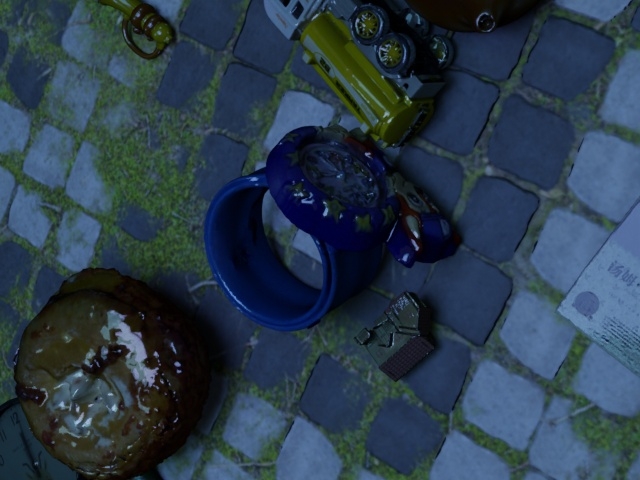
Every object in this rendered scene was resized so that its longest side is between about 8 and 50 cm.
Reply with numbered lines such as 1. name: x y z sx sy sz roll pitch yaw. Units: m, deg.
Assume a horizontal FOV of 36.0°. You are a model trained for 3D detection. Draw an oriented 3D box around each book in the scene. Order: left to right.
1. book: 0.315 0.034 0.900 0.127 0.014 0.182 41 109 23

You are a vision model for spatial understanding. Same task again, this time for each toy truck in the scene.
1. toy truck: 0.035 -0.207 1.009 0.227 0.098 0.114 52 124 18

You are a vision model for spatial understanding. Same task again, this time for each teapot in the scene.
1. teapot: 0.136 -0.311 0.936 0.178 0.135 0.252 -17 82 24

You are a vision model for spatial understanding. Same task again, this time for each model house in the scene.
1. model house: 0.085 0.097 1.004 0.083 0.057 0.058 -43 66 20

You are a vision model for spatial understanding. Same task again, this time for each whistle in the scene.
1. whistle: -0.224 -0.264 1.186 0.057 0.046 0.109 -44 76 6

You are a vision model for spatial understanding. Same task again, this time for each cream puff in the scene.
1. cream puff: -0.232 0.148 1.120 0.240 0.164 0.240 7 106 25

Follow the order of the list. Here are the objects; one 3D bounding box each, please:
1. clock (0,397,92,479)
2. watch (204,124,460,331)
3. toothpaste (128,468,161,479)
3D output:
1. clock: -0.361 0.285 1.255 0.184 0.040 0.185 0 90 29
2. watch: -0.008 -0.004 1.009 0.196 0.171 0.200 54 127 17
3. toothpaste: -0.220 0.279 1.184 0.049 0.031 0.204 -45 71 22
